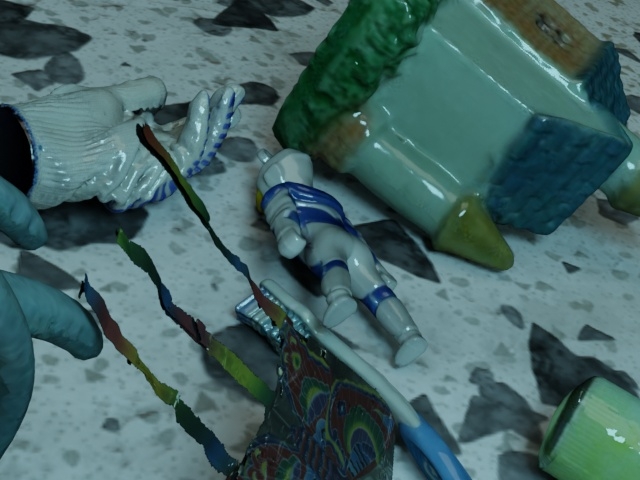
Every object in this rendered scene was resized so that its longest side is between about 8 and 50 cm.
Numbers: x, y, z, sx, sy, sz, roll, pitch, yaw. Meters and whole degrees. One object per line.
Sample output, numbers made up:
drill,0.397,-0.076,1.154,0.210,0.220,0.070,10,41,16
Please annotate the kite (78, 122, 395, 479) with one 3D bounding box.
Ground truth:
kite,-0.029,0.075,0.512,0.015,0.285,0.152,-12,41,25

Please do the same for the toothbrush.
toothbrush,0.082,0.143,0.630,0.040,0.040,0.386,-21,50,-42

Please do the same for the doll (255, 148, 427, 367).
doll,0.000,0.000,0.775,0.114,0.057,0.227,24,25,-38

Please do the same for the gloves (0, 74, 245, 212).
gloves,-0.148,-0.079,0.783,0.229,0.097,0.119,-21,61,-39

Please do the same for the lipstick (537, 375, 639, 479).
lipstick,0.278,0.186,0.629,0.304,0.076,0.076,30,37,17

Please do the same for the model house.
model house,0.165,-0.090,0.899,0.325,0.194,0.267,39,36,6

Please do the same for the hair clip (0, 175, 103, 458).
hair clip,-0.255,-0.012,0.390,0.238,0.392,0.318,-32,66,-6
